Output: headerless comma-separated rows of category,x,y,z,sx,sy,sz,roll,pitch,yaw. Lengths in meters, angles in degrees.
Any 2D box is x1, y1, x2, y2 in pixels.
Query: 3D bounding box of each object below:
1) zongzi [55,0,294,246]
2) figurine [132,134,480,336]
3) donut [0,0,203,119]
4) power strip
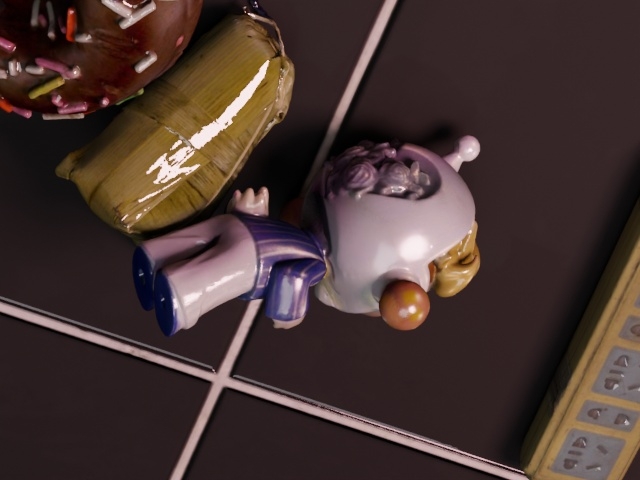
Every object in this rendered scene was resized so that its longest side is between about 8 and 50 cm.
zongzi,-0.086,-0.072,1.304,0.205,0.204,0.094,-45,69,-5
figurine,-0.008,-0.003,1.265,0.274,0.194,0.133,-3,115,-4
donut,-0.209,-0.198,1.158,0.270,0.103,0.269,14,136,14
power strip,0.272,0.063,1.368,0.092,0.066,0.387,14,122,-9
